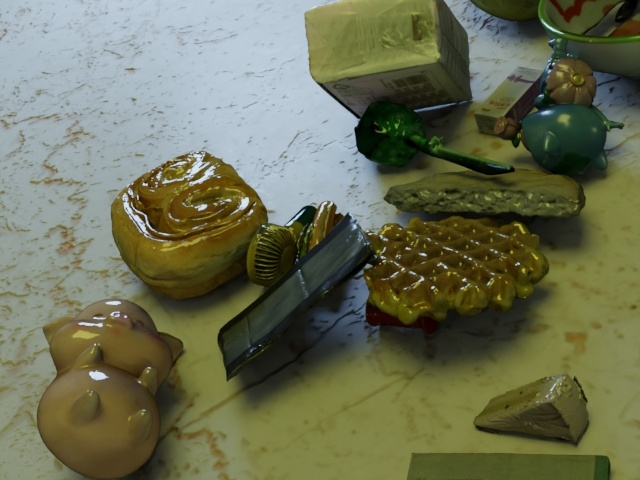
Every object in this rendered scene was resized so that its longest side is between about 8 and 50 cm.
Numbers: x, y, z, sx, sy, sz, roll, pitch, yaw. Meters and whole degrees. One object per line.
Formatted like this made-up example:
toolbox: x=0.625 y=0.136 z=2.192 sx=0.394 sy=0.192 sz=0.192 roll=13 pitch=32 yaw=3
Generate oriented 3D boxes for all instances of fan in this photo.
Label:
fan: x=-0.041 y=0.001 z=1.696 sx=0.039 sy=0.082 sz=0.155 roll=11 pitch=36 yaw=26

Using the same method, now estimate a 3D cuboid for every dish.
dish: x=0.471 y=-0.304 z=1.788 sx=0.324 sy=0.124 sz=0.324 roll=-16 pitch=30 yaw=10

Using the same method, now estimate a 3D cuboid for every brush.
brush: x=0.482 y=-0.382 z=1.957 sx=0.063 sy=0.016 sz=0.193 roll=6 pitch=44 yaw=33

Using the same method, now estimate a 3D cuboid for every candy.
candy: x=0.153 y=-0.120 z=1.707 sx=0.097 sy=0.097 sz=0.323 roll=-35 pitch=29 yaw=-18

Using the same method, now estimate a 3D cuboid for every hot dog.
hot dog: x=0.000 y=0.000 z=1.690 sx=0.041 sy=0.056 sz=0.133 roll=-13 pitch=40 yaw=26

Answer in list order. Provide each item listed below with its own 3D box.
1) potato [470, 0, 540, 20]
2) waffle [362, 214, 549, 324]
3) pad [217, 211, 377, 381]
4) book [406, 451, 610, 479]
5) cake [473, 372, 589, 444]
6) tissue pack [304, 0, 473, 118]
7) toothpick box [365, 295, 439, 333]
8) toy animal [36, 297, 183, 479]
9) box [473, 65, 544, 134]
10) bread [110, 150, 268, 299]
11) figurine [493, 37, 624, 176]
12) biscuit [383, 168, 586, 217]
potato: x=0.296 y=-0.422 z=1.990 sx=0.197 sy=0.149 sz=0.228 roll=-31 pitch=38 yaw=-34
waffle: x=0.139 y=0.031 z=1.528 sx=0.249 sy=0.056 sz=0.253 roll=5 pitch=25 yaw=28
pad: x=-0.032 y=0.066 z=1.557 sx=0.233 sy=0.022 sz=0.174 roll=-42 pitch=16 yaw=3
book: x=0.163 y=0.319 z=1.242 sx=0.214 sy=0.025 sz=0.283 roll=-2 pitch=42 yaw=22
cake: x=0.217 y=0.173 z=1.373 sx=0.121 sy=0.065 sz=0.052 roll=0 pitch=39 yaw=36
tissue pack: x=0.099 y=-0.258 z=1.807 sx=0.185 sy=0.225 sz=0.124 roll=-6 pitch=81 yaw=17
toothpick box: x=0.099 y=0.084 z=1.543 sx=0.083 sy=0.047 sz=0.047 roll=5 pitch=45 yaw=31
toy animal: x=-0.248 y=0.171 z=1.522 sx=0.154 sy=0.166 sz=0.250 roll=-52 pitch=20 yaw=29
box: x=0.267 y=-0.194 z=1.814 sx=0.050 sy=0.036 sz=0.117 roll=15 pitch=50 yaw=39
bread: x=-0.177 y=-0.020 z=1.746 sx=0.198 sy=0.120 sz=0.236 roll=-28 pitch=37 yaw=-11
figurine: x=0.306 y=-0.163 z=1.689 sx=0.144 sy=0.114 sz=0.178 roll=-16 pitch=64 yaw=49
biscuit: x=0.218 y=-0.066 z=1.644 sx=0.289 sy=0.038 sz=0.141 roll=3 pitch=19 yaw=36
